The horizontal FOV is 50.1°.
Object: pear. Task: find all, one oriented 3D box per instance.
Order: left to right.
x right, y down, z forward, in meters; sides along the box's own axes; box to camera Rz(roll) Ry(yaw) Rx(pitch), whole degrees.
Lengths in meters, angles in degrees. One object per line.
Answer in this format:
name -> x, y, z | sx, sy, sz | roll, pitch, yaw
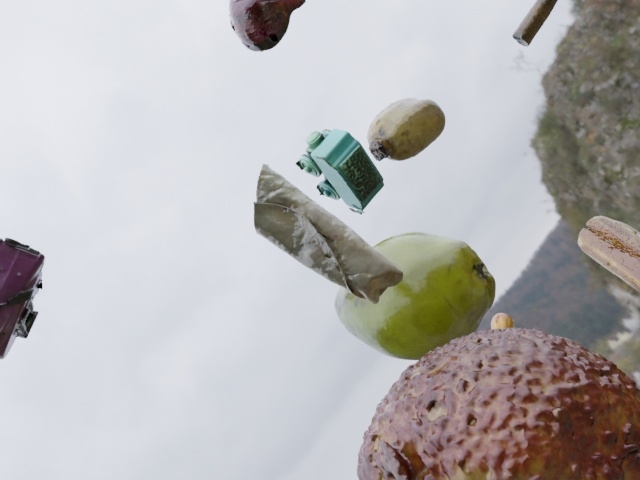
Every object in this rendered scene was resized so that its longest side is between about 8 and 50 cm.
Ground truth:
pear -> 0.148, 0.089, 1.101 | 0.269, 0.212, 0.212 | -22, -1, 36

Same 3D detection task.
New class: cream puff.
cream puff -> 0.213, 0.216, 0.786 | 0.350, 0.350, 0.229 | 21, -115, -69

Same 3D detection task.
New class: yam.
yam -> 0.518, -0.568, 1.469 | 0.327, 0.045, 0.045 | -58, 10, 4

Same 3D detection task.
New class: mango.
mango -> 0.363, 0.179, 1.350 | 0.046, 0.060, 0.089 | -18, 29, 15

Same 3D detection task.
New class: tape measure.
tape measure -> -0.689, 0.136, 1.478 | 0.245, 0.149, 0.232 | -35, 37, 62

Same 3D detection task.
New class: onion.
onion -> -0.145, -0.633, 1.868 | 0.218, 0.195, 0.140 | -23, -46, 12

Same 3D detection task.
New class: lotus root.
lotus root -> 0.222, -0.295, 1.814 | 0.160, 0.146, 0.284 | -8, 25, 48

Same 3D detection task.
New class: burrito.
burrito -> 0.000, 0.000, 0.866 | 0.087, 0.226, 0.060 | -58, -6, 27

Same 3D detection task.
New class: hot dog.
hot dog -> 0.569, 0.030, 1.257 | 0.062, 0.236, 0.092 | 29, -74, -32

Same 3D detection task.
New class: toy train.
toy train -> 0.049, -0.167, 1.594 | 0.112, 0.163, 0.203 | -52, -53, -14
